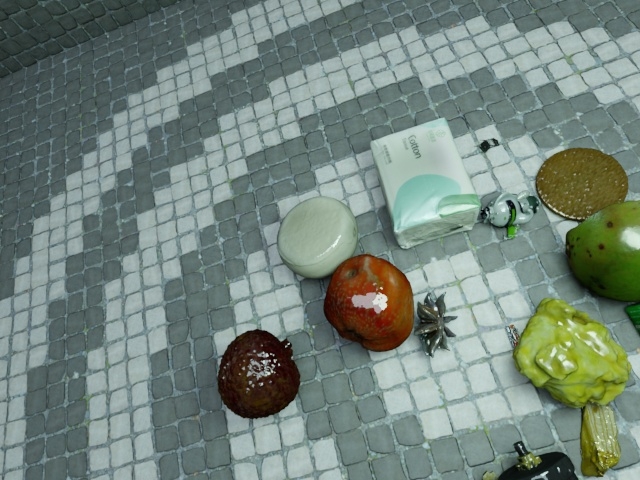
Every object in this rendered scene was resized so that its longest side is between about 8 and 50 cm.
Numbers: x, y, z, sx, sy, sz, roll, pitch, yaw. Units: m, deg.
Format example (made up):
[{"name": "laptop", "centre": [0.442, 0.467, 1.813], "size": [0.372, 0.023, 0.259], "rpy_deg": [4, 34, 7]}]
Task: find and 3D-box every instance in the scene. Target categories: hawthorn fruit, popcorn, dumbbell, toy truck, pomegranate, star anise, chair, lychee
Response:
[{"name": "hawthorn fruit", "centre": [0.144, 0.170, 1.235], "size": [0.276, 0.275, 0.299], "rpy_deg": [-2, 63, 14]}, {"name": "popcorn", "centre": [0.648, 0.298, 1.080], "size": [0.250, 0.235, 0.241], "rpy_deg": [38, 91, -7]}, {"name": "dumbbell", "centre": [0.567, 0.669, 0.967], "size": [0.185, 0.185, 0.387], "rpy_deg": [-26, 65, 3]}, {"name": "toy truck", "centre": [0.564, 0.285, 1.207], "size": [0.032, 0.024, 0.083], "rpy_deg": [-29, 61, 27]}, {"name": "pomegranate", "centre": [0.831, 0.050, 1.065], "size": [0.360, 0.309, 0.215], "rpy_deg": [4, 65, 22]}, {"name": "star anise", "centre": [0.329, 0.242, 1.230], "size": [0.061, 0.181, 0.204], "rpy_deg": [-18, 61, 49]}, {"name": "chair", "centre": [0.575, -0.329, 1.444], "size": [0.086, 0.042, 0.037], "rpy_deg": [-12, 62, -30]}, {"name": "lychee", "centre": [-0.184, 0.394, 1.232], "size": [0.261, 0.260, 0.260], "rpy_deg": [-5, 68, 13]}]

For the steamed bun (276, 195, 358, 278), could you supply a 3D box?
[{"name": "steamed bun", "centre": [0.000, 0.000, 1.377], "size": [0.283, 0.177, 0.282], "rpy_deg": [-15, 54, 22]}]

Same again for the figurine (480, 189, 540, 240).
[{"name": "figurine", "centre": [0.589, -0.094, 1.298], "size": [0.193, 0.147, 0.126], "rpy_deg": [-10, 47, -9]}]

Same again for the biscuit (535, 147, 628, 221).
[{"name": "biscuit", "centre": [0.820, -0.177, 1.316], "size": [0.263, 0.037, 0.261], "rpy_deg": [-5, 67, 13]}]

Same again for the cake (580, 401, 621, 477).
[{"name": "cake", "centre": [0.714, 0.517, 1.071], "size": [0.080, 0.116, 0.184], "rpy_deg": [4, 38, 11]}]

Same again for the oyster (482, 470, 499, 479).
[{"name": "oyster", "centre": [0.446, 0.741, 1.035], "size": [0.167, 0.094, 0.293], "rpy_deg": [9, 60, -2]}]

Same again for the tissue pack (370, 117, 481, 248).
[{"name": "tissue pack", "centre": [0.331, -0.183, 1.358], "size": [0.267, 0.194, 0.355], "rpy_deg": [-16, 66, 9]}]

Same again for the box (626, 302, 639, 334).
[{"name": "box", "centre": [0.916, 0.171, 1.037], "size": [0.180, 0.250, 0.102], "rpy_deg": [-24, 72, 6]}]
